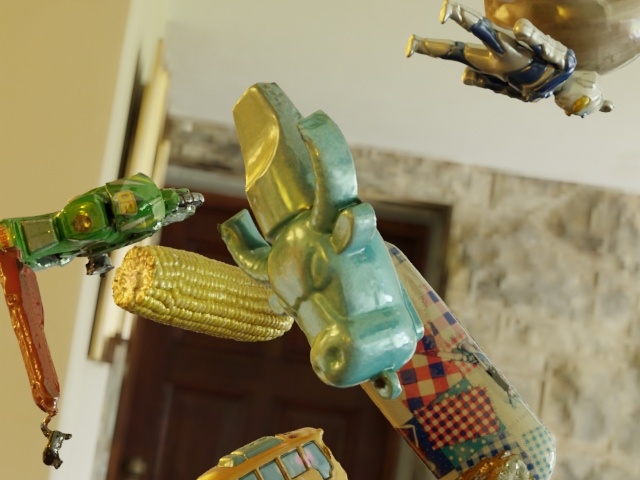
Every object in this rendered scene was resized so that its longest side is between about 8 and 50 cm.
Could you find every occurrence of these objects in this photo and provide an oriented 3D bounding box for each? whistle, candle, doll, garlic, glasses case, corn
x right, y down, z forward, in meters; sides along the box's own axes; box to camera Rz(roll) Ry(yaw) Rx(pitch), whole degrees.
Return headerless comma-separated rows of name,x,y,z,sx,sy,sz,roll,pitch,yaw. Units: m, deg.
whistle,0.000,0.000,1.206,0.093,0.274,0.186,-15,-19,-31
candle,-0.179,0.070,0.976,0.026,0.167,0.021,1,-43,-29
doll,0.207,-0.176,1.568,0.227,0.057,0.114,17,-32,-18
garlic,0.309,-0.323,1.882,0.292,0.210,0.237,-3,29,9
glasses case,0.114,0.144,1.630,0.327,0.125,0.076,51,7,10
corn,-0.121,0.058,1.636,0.081,0.081,0.248,3,-10,37

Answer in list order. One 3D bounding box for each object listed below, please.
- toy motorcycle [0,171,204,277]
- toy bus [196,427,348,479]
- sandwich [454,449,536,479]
toy motorcycle,-0.196,-0.012,1.336,0.190,0.074,0.106,-17,-8,5
toy bus,-0.065,0.332,2.042,0.209,0.136,0.126,-24,4,-24
sandwich,0.201,0.375,1.428,0.099,0.301,0.271,-35,8,28
